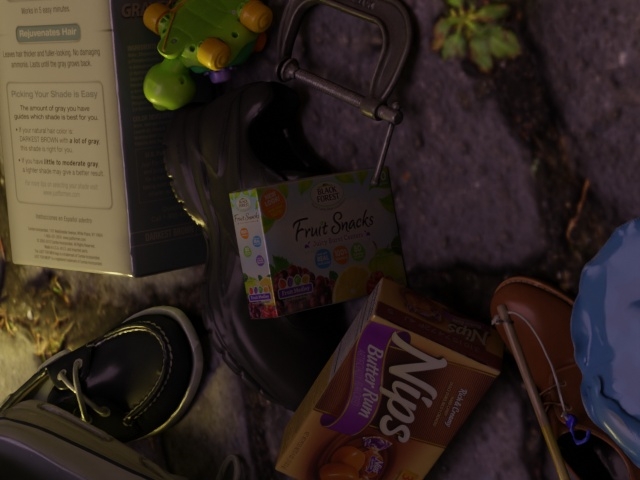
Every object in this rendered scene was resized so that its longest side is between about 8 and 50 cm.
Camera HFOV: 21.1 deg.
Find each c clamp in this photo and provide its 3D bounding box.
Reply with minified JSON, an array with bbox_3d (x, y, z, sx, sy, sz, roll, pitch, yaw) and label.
[{"bbox_3d":[0.014,-0.138,1.368,0.161,0.022,0.137,35,108,38],"label":"c clamp"}]

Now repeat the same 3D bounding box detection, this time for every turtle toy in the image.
[{"bbox_3d":[-0.100,-0.164,1.443,0.095,0.130,0.066,36,162,32],"label":"turtle toy"}]

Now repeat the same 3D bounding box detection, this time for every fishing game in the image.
[{"bbox_3d":[0.255,0.068,1.145,0.264,0.041,0.189,-31,74,26],"label":"fishing game"}]

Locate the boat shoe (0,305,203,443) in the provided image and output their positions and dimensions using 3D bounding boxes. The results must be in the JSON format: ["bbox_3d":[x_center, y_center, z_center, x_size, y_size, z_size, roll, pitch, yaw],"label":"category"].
[{"bbox_3d":[-0.222,0.156,1.641,0.302,0.091,0.114,-42,68,42],"label":"boat shoe"}]

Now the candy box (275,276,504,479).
[{"bbox_3d":[0.053,0.126,1.342,0.109,0.053,0.186,26,127,-8],"label":"candy box"}]

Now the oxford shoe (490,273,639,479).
[{"bbox_3d":[0.181,0.110,1.229,0.212,0.076,0.076,54,133,26],"label":"oxford shoe"}]

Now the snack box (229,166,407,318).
[{"bbox_3d":[0.000,0.000,1.343,0.037,0.141,0.100,-9,92,47],"label":"snack box"}]

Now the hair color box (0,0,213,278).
[{"bbox_3d":[-0.197,-0.164,1.533,0.185,0.114,0.374,5,102,45],"label":"hair color box"}]

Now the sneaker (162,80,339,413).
[{"bbox_3d":[-0.036,0.003,1.413,0.130,0.109,0.286,-25,82,39],"label":"sneaker"}]

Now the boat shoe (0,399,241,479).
[{"bbox_3d":[-0.138,0.252,1.553,0.367,0.156,0.135,26,116,7],"label":"boat shoe"}]
